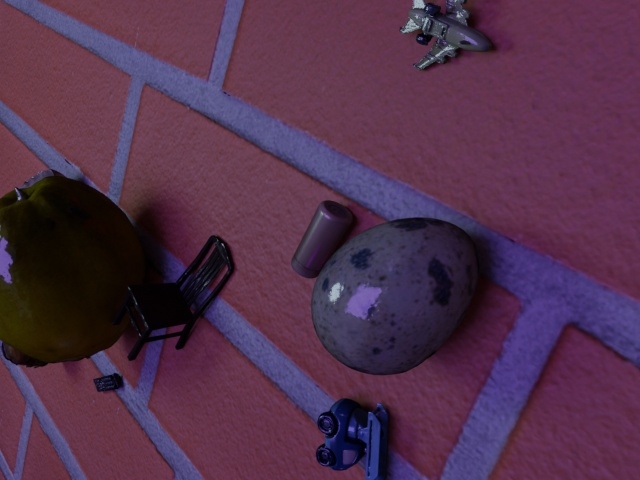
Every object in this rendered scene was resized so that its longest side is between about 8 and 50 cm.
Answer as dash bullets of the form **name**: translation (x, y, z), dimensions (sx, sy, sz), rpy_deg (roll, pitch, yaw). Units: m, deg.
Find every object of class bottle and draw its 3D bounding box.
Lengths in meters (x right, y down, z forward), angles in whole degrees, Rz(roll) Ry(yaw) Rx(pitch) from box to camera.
- **bottle**: translation (0.000, 0.000, 0.718), dimensions (0.045, 0.045, 0.096), rpy_deg (49, 125, 31)

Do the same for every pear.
- **pear**: translation (-0.427, 0.055, 0.978), dimensions (0.269, 0.269, 0.321), rpy_deg (14, 126, 43)

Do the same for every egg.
- **egg**: translation (0.074, 0.051, 0.584), dimensions (0.182, 0.141, 0.141), rpy_deg (-42, 62, 16)

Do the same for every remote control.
- **remote control**: translation (-0.411, 0.275, 1.137), dimensions (0.091, 0.016, 0.034), rpy_deg (-20, 93, 43)

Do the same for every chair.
- **chair**: translation (-0.227, 0.083, 0.897), dimensions (0.084, 0.102, 0.212), rpy_deg (55, 127, 27)

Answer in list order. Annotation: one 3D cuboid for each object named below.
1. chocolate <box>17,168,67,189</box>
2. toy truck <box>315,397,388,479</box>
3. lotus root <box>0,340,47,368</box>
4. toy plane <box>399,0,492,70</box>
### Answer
- **chocolate**: translation (-0.543, 0.017, 1.200), dimensions (0.185, 0.100, 0.303), rpy_deg (-24, 78, 30)
- **toy truck**: translation (0.037, 0.253, 0.682), dimensions (0.074, 0.063, 0.136), rpy_deg (6, 99, 24)
- **lotus root**: translation (-0.618, 0.104, 1.266), dimensions (0.078, 0.167, 0.329), rpy_deg (-18, 77, 6)
- **toy plane**: translation (0.125, -0.215, 0.595), dimensions (0.111, 0.040, 0.102), rpy_deg (45, 139, 35)
